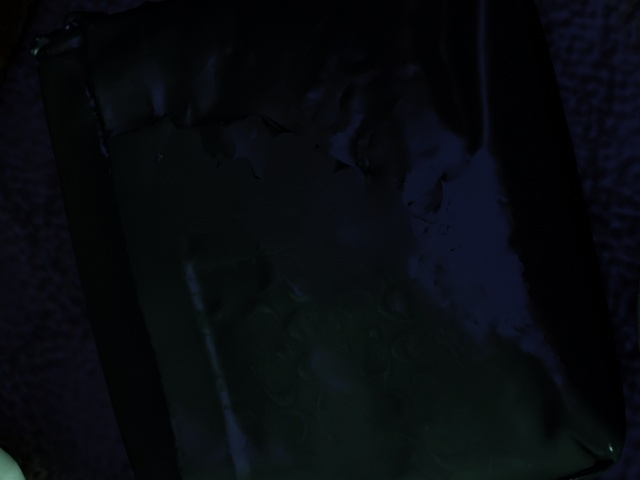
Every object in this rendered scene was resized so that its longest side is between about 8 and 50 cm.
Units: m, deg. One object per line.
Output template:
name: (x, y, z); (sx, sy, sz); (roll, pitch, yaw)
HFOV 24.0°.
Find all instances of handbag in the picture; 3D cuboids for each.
handbag: (0.000, 0.000, 0.637); (0.223, 0.080, 0.247); (-13, 88, 10)

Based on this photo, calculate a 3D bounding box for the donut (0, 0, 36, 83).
donut: (-0.201, -0.097, 0.644); (0.085, 0.141, 0.217); (25, 87, 18)

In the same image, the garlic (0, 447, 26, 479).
garlic: (-0.224, 0.184, 0.656); (0.226, 0.199, 0.199); (-39, 84, 40)

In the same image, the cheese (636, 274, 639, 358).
cheese: (0.209, 0.039, 0.552); (0.189, 0.154, 0.198); (31, 135, 44)
